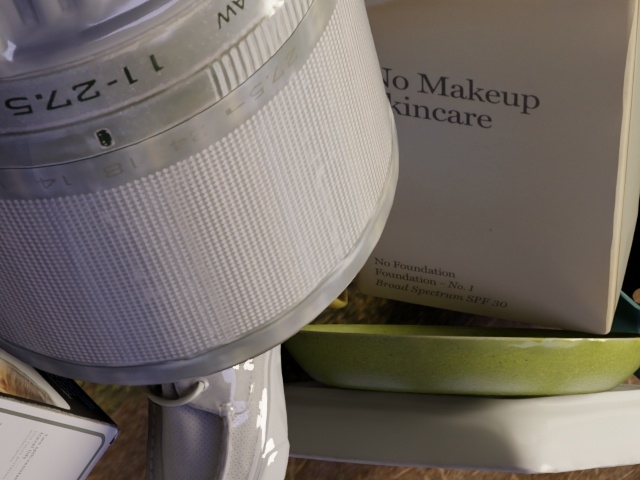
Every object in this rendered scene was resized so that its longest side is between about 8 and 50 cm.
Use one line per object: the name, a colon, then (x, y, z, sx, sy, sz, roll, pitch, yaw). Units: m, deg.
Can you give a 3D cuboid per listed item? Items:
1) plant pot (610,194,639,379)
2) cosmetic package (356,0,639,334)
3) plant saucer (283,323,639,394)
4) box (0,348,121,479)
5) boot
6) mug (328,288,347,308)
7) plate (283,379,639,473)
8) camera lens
plant pot: (0.228, -0.008, 1.283, 0.166, 0.165, 0.234, -43, 155, -10)
cosmetic package: (0.100, -0.100, 0.988, 0.309, 0.160, 0.113, 84, 20, -45)
plant saucer: (0.091, 0.074, 1.134, 0.241, 0.241, 0.037, 4, 88, -52)
box: (-0.251, 0.111, 0.882, 0.169, 0.087, 0.290, -55, 147, 7)
boot: (-0.082, 0.051, 0.962, 0.123, 0.095, 0.258, 18, 73, -49)
mug: (-0.002, -0.003, 1.093, 0.078, 0.062, 0.064, -68, 157, -7)
plate: (0.100, 0.117, 1.193, 0.277, 0.278, 0.045, 3, 87, -51)
camera lens: (-0.091, -0.086, 0.751, 0.219, 0.219, 0.274, -40, 146, -16)
